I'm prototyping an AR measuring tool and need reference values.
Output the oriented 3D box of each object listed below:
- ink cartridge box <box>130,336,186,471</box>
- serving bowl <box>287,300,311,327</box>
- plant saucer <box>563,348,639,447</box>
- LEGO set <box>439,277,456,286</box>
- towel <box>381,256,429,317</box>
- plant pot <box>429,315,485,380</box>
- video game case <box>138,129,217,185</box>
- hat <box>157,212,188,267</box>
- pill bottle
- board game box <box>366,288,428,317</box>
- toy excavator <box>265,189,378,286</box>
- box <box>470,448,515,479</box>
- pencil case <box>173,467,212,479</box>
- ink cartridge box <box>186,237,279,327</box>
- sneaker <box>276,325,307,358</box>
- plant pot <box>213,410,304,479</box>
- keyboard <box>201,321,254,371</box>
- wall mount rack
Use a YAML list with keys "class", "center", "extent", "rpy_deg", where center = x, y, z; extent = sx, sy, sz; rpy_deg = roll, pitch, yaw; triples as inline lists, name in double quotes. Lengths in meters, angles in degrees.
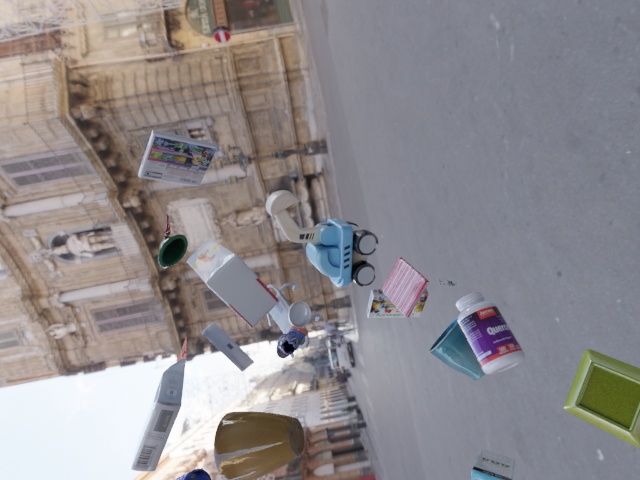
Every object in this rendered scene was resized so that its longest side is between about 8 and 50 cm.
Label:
- class: "ink cartridge box"
  center: [-0.593, 0.588, 1.516]
  extent: [0.309, 0.091, 0.385]
  rpy_deg: [-66, 23, 16]
- class: "serving bowl"
  center: [-0.072, 0.235, 1.295]
  extent: [0.027, 0.083, 0.084]
  rpy_deg: [-9, 92, 54]
- class: "plant saucer"
  center: [0.769, 0.410, 1.067]
  extent: [0.188, 0.045, 0.189]
  rpy_deg: [21, 89, 44]
- class: "LEGO set"
  center: [0.602, 0.205, 1.916]
  extent: [0.054, 0.083, 0.024]
  rpy_deg: [52, -136, -23]
- class: "towel"
  center: [0.390, 0.212, 1.891]
  extent: [0.199, 0.031, 0.275]
  rpy_deg: [-64, 24, 13]
- class: "plant pot"
  center: [0.734, 0.550, 2.039]
  extent: [0.255, 0.271, 0.272]
  rpy_deg: [42, 164, 17]
- class: "video game case"
  center: [-0.457, -0.257, 1.297]
  extent: [0.183, 0.201, 0.023]
  rpy_deg: [-50, 49, 37]
- class: "hat"
  center: [-0.769, 0.009, 1.975]
  extent: [0.208, 0.183, 0.173]
  rpy_deg: [-37, -32, -52]
- class: "pill bottle"
  center: [0.712, 0.391, 1.735]
  extent: [0.182, 0.181, 0.323]
  rpy_deg: [83, 168, -58]
- class: "board game box"
  center: [0.416, 0.342, 2.210]
  extent: [0.053, 0.304, 0.193]
  rpy_deg: [-97, 9, -48]
- class: "toy excavator"
  center: [0.000, 0.000, 1.716]
  extent: [0.222, 0.444, 0.434]
  rpy_deg: [-144, 51, -62]
- class: "box"
  center: [0.498, 0.670, 1.160]
  extent: [0.244, 0.100, 0.060]
  rpy_deg: [25, -107, -60]
- class: "pencil case"
  center: [-0.527, 0.930, 1.483]
  extent: [0.133, 0.306, 0.120]
  rpy_deg: [40, -147, -29]
- class: "ink cartridge box"
  center: [-0.377, 0.164, 1.696]
  extent: [0.279, 0.160, 0.384]
  rpy_deg: [51, 165, -27]
- class: "sneaker"
  center: [-0.130, 0.412, 1.590]
  extent: [0.087, 0.083, 0.221]
  rpy_deg: [-56, -3, -45]
- class: "plant pot"
  center: [-0.191, 0.695, 1.396]
  extent: [0.237, 0.254, 0.238]
  rpy_deg: [-18, -90, -73]
- class: "keyboard"
  center: [-0.389, 0.453, 1.713]
  extent: [0.256, 0.072, 0.014]
  rpy_deg: [50, -179, -16]
- class: "wall mount rack"
  center: [-0.154, 0.379, 1.888]
  extent: [0.350, 0.130, 0.304]
  rpy_deg: [49, 118, 30]
